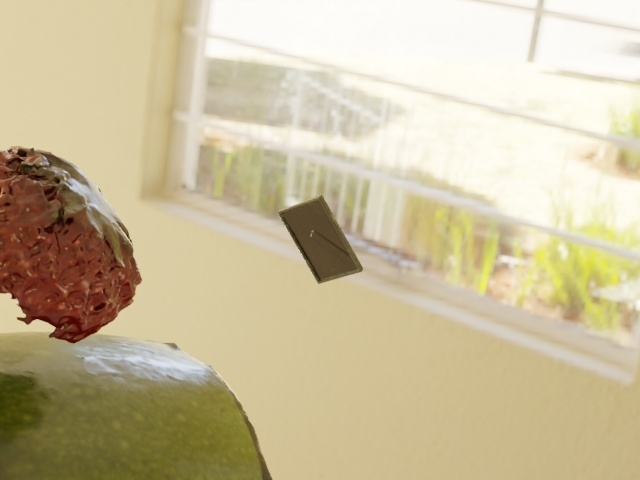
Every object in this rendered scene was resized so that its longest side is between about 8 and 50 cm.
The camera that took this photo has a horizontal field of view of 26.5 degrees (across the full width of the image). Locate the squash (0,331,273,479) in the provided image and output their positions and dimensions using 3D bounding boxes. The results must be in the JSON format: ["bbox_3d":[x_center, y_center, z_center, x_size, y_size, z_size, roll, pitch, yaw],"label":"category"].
[{"bbox_3d":[-0.234,0.172,0.944,0.310,0.310,0.309,19,-12,34],"label":"squash"}]

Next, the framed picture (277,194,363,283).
[{"bbox_3d":[0.000,0.000,1.378,0.066,0.089,0.006,-19,15,44],"label":"framed picture"}]

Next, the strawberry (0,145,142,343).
[{"bbox_3d":[-0.176,-0.002,0.860,0.145,0.086,0.145,51,9,-12],"label":"strawberry"}]
